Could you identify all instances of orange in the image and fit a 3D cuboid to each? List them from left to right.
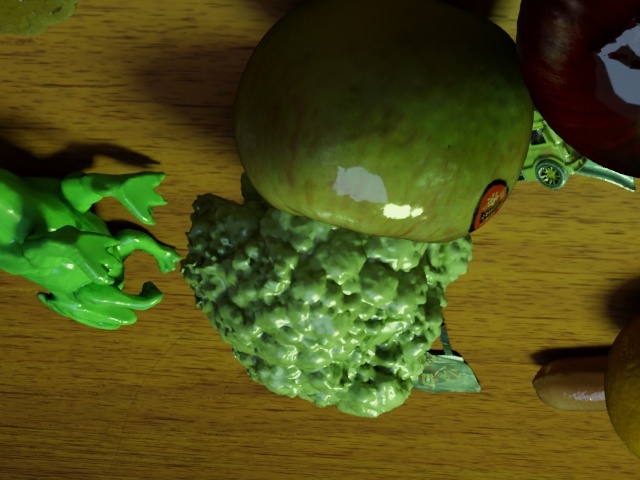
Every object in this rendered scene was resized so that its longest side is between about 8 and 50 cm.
[{"bbox_3d":[0.418,0.165,1.615,0.206,0.206,0.206,5,151,3],"label":"orange"}]

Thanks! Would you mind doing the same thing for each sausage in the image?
[{"bbox_3d":[0.363,0.177,1.772,0.194,0.077,0.077,-5,149,22],"label":"sausage"}]

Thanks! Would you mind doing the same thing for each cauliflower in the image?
[{"bbox_3d":[0.016,0.005,1.379,0.260,0.281,0.327,-5,118,15],"label":"cauliflower"}]

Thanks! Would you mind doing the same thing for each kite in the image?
[{"bbox_3d":[0.133,0.152,1.834,0.141,0.015,0.245,0,154,10],"label":"kite"}]

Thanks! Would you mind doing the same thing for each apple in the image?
[{"bbox_3d":[0.054,-0.104,1.156,0.260,0.194,0.261,13,-172,-2],"label":"apple"}]

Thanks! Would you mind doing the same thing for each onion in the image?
[{"bbox_3d":[0.271,-0.173,1.055,0.273,0.285,0.273,-4,117,-9],"label":"onion"}]

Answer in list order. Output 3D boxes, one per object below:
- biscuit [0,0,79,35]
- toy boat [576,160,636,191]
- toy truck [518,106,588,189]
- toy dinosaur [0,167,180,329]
[{"bbox_3d":[-0.285,-0.248,1.162,0.208,0.049,0.181,28,145,-34],"label":"biscuit"},{"bbox_3d":[0.264,-0.081,1.376,0.122,0.034,0.096,8,149,-20],"label":"toy boat"},{"bbox_3d":[0.164,-0.098,1.305,0.169,0.077,0.100,-9,118,42],"label":"toy truck"},{"bbox_3d":[-0.367,-0.032,1.543,0.500,0.144,0.374,26,159,-25],"label":"toy dinosaur"}]
